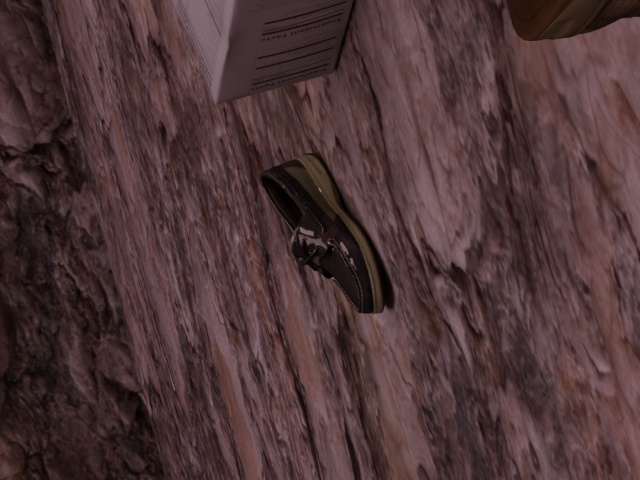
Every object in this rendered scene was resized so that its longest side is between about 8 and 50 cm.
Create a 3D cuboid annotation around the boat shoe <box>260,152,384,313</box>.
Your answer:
[{"bbox_3d":[0.000,-0.001,1.862,0.080,0.073,0.223,93,155,-50],"label":"boat shoe"}]

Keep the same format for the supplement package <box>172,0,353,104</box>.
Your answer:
[{"bbox_3d":[-0.053,-0.262,1.672,0.244,0.134,0.139,109,142,-63],"label":"supplement package"}]

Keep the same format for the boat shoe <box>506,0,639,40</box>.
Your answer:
[{"bbox_3d":[0.196,-0.199,0.952,0.341,0.110,0.121,147,118,-77],"label":"boat shoe"}]
